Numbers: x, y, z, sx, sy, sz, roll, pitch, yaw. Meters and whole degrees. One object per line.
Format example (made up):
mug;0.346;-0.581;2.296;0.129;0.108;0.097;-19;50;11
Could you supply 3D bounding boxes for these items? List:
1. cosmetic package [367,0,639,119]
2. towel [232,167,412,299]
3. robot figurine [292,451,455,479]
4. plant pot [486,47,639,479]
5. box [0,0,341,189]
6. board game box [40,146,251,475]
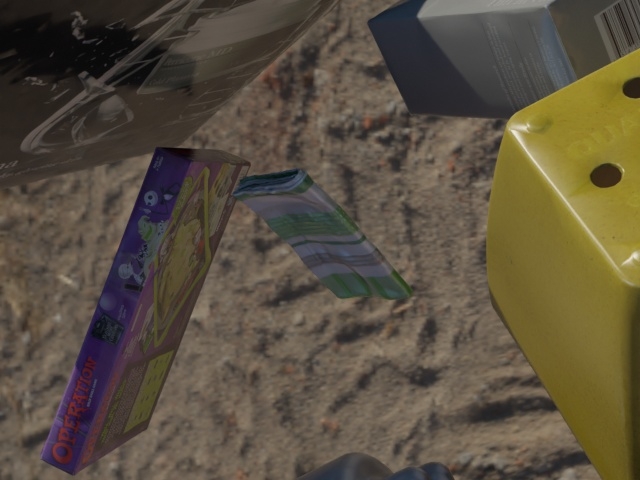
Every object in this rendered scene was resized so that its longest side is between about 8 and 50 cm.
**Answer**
cosmetic package;0.159;-0.165;0.865;0.107;0.127;0.238;62;160;-19
towel;0.000;0.000;0.950;0.152;0.023;0.113;47;157;-22
robot figurine;-0.012;0.350;1.121;0.353;0.300;0.200;-30;69;18
plant pot;0.214;0.003;0.622;0.212;0.187;0.212;-27;47;1
box;-0.248;-0.273;1.036;0.471;0.479;0.297;-36;80;44
board game box;-0.183;0.067;1.188;0.056;0.208;0.347;23;98;6
